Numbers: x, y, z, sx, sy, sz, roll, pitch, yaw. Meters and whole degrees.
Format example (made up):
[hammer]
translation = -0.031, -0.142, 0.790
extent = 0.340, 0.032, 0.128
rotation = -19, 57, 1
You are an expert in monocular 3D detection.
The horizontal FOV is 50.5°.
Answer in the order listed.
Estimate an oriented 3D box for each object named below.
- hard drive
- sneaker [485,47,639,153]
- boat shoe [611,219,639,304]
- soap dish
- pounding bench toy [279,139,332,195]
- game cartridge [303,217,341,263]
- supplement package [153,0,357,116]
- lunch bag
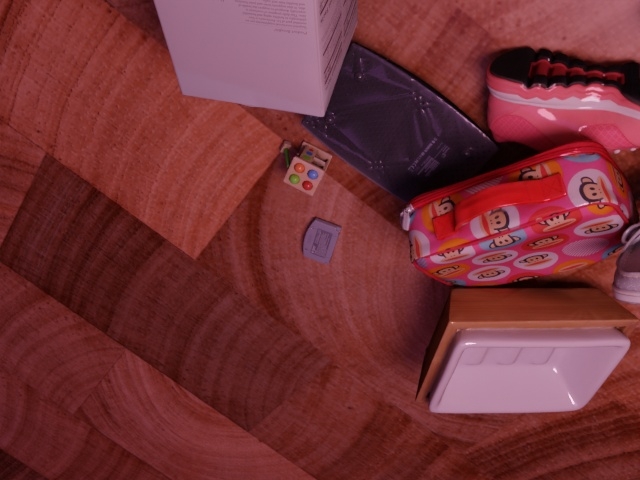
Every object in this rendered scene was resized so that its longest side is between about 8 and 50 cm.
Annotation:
[hard drive]
translation = 0.116, -0.163, 1.003
extent = 0.255, 0.054, 0.172
rotation = 34, 127, -5
[sneaker]
translation = 0.373, -0.162, 0.905
extent = 0.314, 0.116, 0.136
rotation = 16, 138, 17
[boat shoe]
translation = 0.460, -0.037, 0.842
extent = 0.103, 0.320, 0.118
rotation = 59, 158, -16
[soap dish]
translation = 0.308, 0.172, 1.068
extent = 0.291, 0.118, 0.228
rotation = 0, 137, -8
[pounding bench toy]
translation = -0.034, -0.120, 1.075
extent = 0.083, 0.065, 0.052
rotation = 27, 127, 0
[game cartridge]
translation = 0.000, 0.000, 1.177
extent = 0.056, 0.017, 0.083
rotation = 19, 127, 1
[supplement package]
translation = -0.071, -0.323, 0.819
extent = 0.199, 0.198, 0.262
rotation = 11, 147, 11
[lunch bag]
translation = 0.267, -0.025, 0.932
extent = 0.293, 0.120, 0.258
rotation = -19, 158, 30
